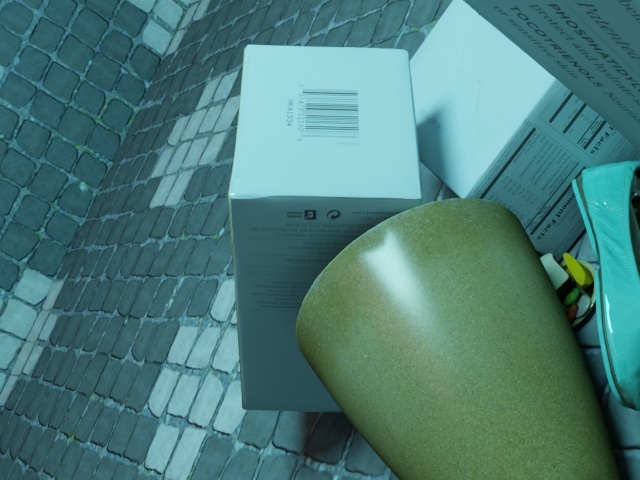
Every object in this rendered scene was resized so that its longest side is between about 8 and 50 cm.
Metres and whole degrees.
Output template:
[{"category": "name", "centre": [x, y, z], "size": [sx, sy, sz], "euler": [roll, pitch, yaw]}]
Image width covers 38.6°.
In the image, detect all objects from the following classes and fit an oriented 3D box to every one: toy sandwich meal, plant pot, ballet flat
[{"category": "toy sandwich meal", "centre": [0.229, 0.048, 0.877], "size": [0.085, 0.029, 0.086], "euler": [-39, 34, 33]}, {"category": "plant pot", "centre": [0.134, 0.137, 0.777], "size": [0.237, 0.237, 0.254], "euler": [-46, 49, 22]}, {"category": "ballet flat", "centre": [0.275, 0.023, 0.781], "size": [0.087, 0.083, 0.247], "euler": [-22, 45, 28]}]

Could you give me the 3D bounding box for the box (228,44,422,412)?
[{"category": "box", "centre": [0.000, 0.000, 0.957], "size": [0.345, 0.168, 0.215], "euler": [92, 179, -48]}]

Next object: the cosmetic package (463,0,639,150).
[{"category": "cosmetic package", "centre": [0.374, -0.219, 0.590], "size": [0.330, 0.327, 0.393], "euler": [-61, 29, -5]}]

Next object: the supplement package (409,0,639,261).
[{"category": "supplement package", "centre": [0.206, -0.140, 0.972], "size": [0.204, 0.145, 0.262], "euler": [-54, 29, 11]}]
